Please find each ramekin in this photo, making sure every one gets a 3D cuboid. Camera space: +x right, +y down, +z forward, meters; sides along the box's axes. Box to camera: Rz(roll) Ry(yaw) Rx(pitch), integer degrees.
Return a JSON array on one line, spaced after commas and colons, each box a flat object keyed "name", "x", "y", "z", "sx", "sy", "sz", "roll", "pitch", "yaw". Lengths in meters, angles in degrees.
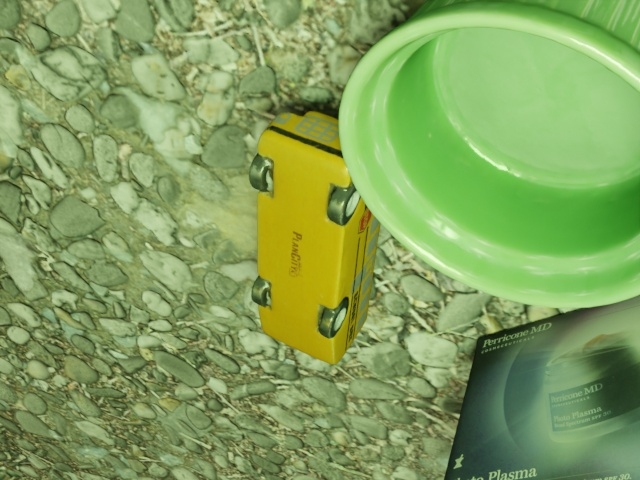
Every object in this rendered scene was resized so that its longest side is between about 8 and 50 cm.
[{"name": "ramekin", "x": 0.182, "y": -0.097, "z": 0.688, "sx": 0.303, "sy": 0.148, "sz": 0.303, "roll": 22, "pitch": 144, "yaw": 17}]

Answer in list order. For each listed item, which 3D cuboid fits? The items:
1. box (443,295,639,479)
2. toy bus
[{"name": "box", "x": 0.308, "y": 0.228, "z": 0.873, "sx": 0.296, "sy": 0.294, "sz": 0.183, "roll": -24, "pitch": 117, "yaw": 38}, {"name": "toy bus", "x": 0.000, "y": 0.000, "z": 0.899, "sx": 0.108, "sy": 0.130, "sz": 0.333, "roll": 23, "pitch": 138, "yaw": 19}]
